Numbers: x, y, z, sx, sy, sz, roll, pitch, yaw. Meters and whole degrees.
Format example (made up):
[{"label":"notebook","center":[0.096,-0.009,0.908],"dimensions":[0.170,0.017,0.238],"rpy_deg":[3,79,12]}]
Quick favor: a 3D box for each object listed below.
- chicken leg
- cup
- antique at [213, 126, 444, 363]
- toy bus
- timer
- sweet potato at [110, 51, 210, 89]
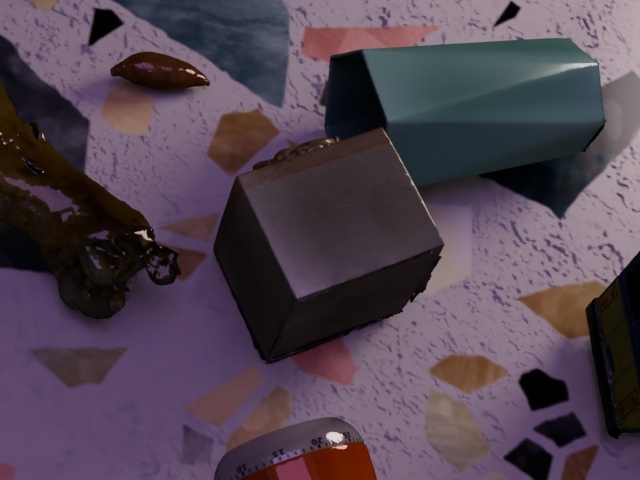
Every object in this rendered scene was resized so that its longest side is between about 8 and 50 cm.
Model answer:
[{"label":"chicken leg","center":[-0.305,-0.078,1.293],"dimensions":[0.429,0.153,0.201],"rpy_deg":[37,73,-1]},{"label":"cup","center":[0.138,-0.119,1.413],"dimensions":[0.236,0.134,0.148],"rpy_deg":[-8,68,-18]},{"label":"antique","center":[0.000,0.000,1.306],"dimensions":[0.147,0.152,0.148],"rpy_deg":[-21,72,-20]},{"label":"toy bus","center":[0.396,0.086,1.341],"dimensions":[0.288,0.175,0.138],"rpy_deg":[1,62,-13]},{"label":"timer","center":[-0.014,0.212,1.225],"dimensions":[0.136,0.099,0.136],"rpy_deg":[2,75,-6]},{"label":"sweet potato","center":[-0.148,-0.156,1.420],"dimensions":[0.095,0.034,0.034],"rpy_deg":[7,61,-21]}]
